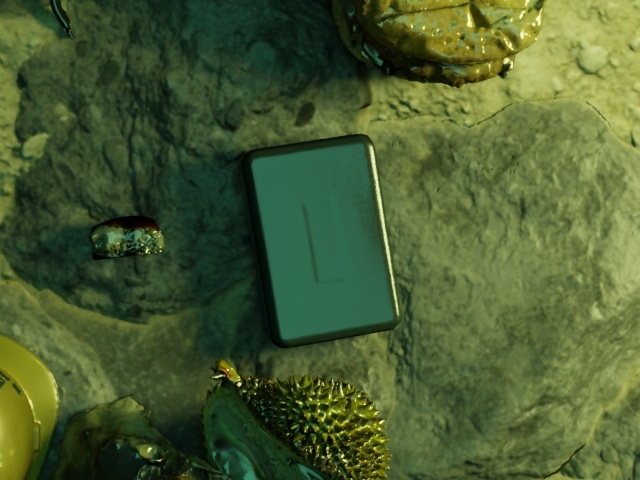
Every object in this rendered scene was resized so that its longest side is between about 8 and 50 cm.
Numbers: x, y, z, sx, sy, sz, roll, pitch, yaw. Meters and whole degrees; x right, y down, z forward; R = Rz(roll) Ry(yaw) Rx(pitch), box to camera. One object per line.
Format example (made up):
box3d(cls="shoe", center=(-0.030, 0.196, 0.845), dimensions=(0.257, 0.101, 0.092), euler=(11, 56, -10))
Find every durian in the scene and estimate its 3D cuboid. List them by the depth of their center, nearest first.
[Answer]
box3d(cls="durian", center=(-0.027, 0.208, 1.533), dimensions=(0.237, 0.193, 0.138), euler=(57, 42, -14))

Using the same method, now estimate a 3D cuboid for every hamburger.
box3d(cls="hamburger", center=(0.136, -0.319, 1.582), dimensions=(0.259, 0.144, 0.283), euler=(14, 82, -12))

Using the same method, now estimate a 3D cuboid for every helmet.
box3d(cls="helmet", center=(-0.397, 0.222, 1.485), dimensions=(0.205, 0.140, 0.257), euler=(34, 86, -6))

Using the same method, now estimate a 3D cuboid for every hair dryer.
box3d(cls="hair dryer", center=(-0.287, -0.272, 1.576), dimensions=(0.079, 0.031, 0.083), euler=(-26, 106, -17))

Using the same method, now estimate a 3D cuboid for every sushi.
box3d(cls="sushi", center=(-0.218, -0.005, 1.563), dimensions=(0.083, 0.044, 0.046), euler=(-6, 90, -11))

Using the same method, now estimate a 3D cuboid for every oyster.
box3d(cls="oyster", center=(-0.194, 0.265, 1.510), dimensions=(0.233, 0.107, 0.161), euler=(16, 92, 17))

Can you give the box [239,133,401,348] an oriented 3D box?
box3d(cls="box", center=(0.000, 0.000, 1.593), dimensions=(0.160, 0.050, 0.230), euler=(-9, 90, -9))
